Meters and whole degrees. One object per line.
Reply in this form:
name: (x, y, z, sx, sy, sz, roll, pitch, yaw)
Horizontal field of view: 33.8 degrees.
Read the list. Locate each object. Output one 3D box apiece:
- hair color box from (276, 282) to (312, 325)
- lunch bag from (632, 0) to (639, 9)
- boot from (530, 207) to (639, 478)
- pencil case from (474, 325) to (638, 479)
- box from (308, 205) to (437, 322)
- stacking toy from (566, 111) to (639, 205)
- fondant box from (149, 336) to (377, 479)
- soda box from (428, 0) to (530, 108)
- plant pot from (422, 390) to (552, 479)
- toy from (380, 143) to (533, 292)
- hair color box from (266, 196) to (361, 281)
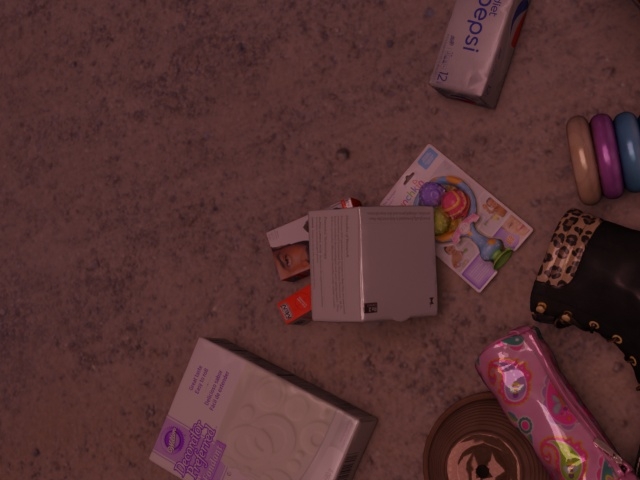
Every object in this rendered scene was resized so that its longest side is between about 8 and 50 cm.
hair color box: (0.004, 0.093, 1.790, 0.141, 0.072, 0.043, -32, 73, 16)
lunch bag: (0.554, -0.339, 1.377, 0.239, 0.385, 0.328, -44, 103, 8)
boot: (0.452, 0.148, 1.560, 0.284, 0.138, 0.377, 21, 106, 32)
pencil case: (0.346, 0.263, 1.548, 0.124, 0.124, 0.284, -38, 67, 14)
box: (0.085, 0.037, 1.679, 0.119, 0.181, 0.182, -2, 89, 46)
stacking toy: (0.542, -0.149, 1.570, 0.330, 0.141, 0.141, -11, 79, 15)
fondant box: (-0.101, 0.339, 1.792, 0.330, 0.096, 0.238, 24, 93, 25)
soda box: (0.276, -0.368, 1.720, 0.098, 0.091, 0.286, 18, 90, 25)
plant pot: (0.264, 0.352, 1.629, 0.237, 0.110, 0.237, -3, 81, 22)
toy: (0.214, -0.042, 1.726, 0.237, 0.056, 0.137, 42, 99, 21)
hair color box: (0.000, 0.000, 1.813, 0.167, 0.053, 0.093, -23, 76, 20)
